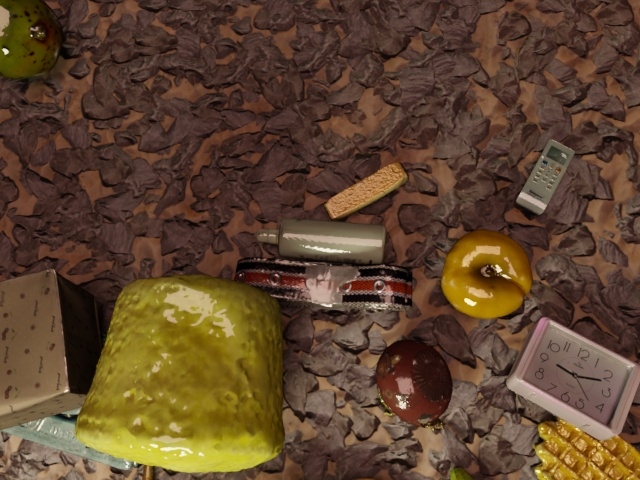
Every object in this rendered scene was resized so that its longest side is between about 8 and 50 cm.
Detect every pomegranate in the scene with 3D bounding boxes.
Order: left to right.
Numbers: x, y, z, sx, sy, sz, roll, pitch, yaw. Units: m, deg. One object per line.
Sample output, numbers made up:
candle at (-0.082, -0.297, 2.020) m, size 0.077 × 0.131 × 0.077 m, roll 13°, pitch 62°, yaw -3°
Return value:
pomegranate at (-0.691, -0.443, 1.190) m, size 0.246 × 0.198 × 0.198 m, roll -31°, pitch 75°, yaw 33°

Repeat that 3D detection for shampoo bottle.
shampoo bottle at (0.000, 0.000, 1.092) m, size 0.262 × 0.085 × 0.085 m, roll 5°, pitch 79°, yaw 5°

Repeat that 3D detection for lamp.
lamp at (0.167, 0.268, 1.007) m, size 0.156 × 0.135 × 0.157 m, roll 32°, pitch 52°, yaw -19°

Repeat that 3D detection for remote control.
remote control at (0.470, -0.133, 1.119) m, size 0.061 × 0.029 × 0.162 m, roll 31°, pitch 77°, yaw 7°

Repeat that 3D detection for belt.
belt at (0.002, 0.088, 1.055) m, size 0.359 × 0.126 × 0.094 m, roll 2°, pitch 77°, yaw 5°

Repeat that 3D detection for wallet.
wallet at (-0.494, 0.294, 1.070) m, size 0.341 × 0.075 × 0.237 m, roll 14°, pitch 76°, yaw 7°

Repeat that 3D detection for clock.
clock at (0.468, 0.254, 0.990) m, size 0.197 × 0.063 × 0.150 m, roll 29°, pitch 66°, yaw 18°

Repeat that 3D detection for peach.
peach at (0.326, 0.069, 1.048) m, size 0.179 × 0.103 × 0.179 m, roll 0°, pitch 80°, yaw 1°

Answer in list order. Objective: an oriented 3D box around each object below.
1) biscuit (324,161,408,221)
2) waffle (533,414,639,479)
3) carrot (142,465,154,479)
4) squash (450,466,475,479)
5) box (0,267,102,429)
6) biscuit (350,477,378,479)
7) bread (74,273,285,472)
biscuit at (0.096, -0.099, 1.122) m, size 0.188 × 0.056 × 0.052 m, roll -29°, pitch 80°, yaw -4°
waffle at (0.490, 0.414, 0.989) m, size 0.211 × 0.055 × 0.160 m, roll 39°, pitch 81°, yaw 10°
carrot at (-0.333, 0.536, 1.024) m, size 0.049 × 0.049 × 0.255 m, roll -5°, pitch 74°, yaw 3°
squash at (0.294, 0.516, 0.979) m, size 0.066 × 0.066 × 0.201 m, roll -24°, pitch 71°, yaw -2°
box at (-0.569, 0.213, 0.965) m, size 0.296 × 0.190 × 0.225 m, roll -15°, pitch 71°, yaw -3°
biscuit at (0.023, 0.549, 0.915) m, size 0.354 × 0.052 × 0.275 m, roll -9°, pitch 62°, yaw -23°
bread at (-0.225, 0.229, 0.931) m, size 0.347 × 0.348 × 0.308 m, roll 2°, pitch 75°, yaw 4°
